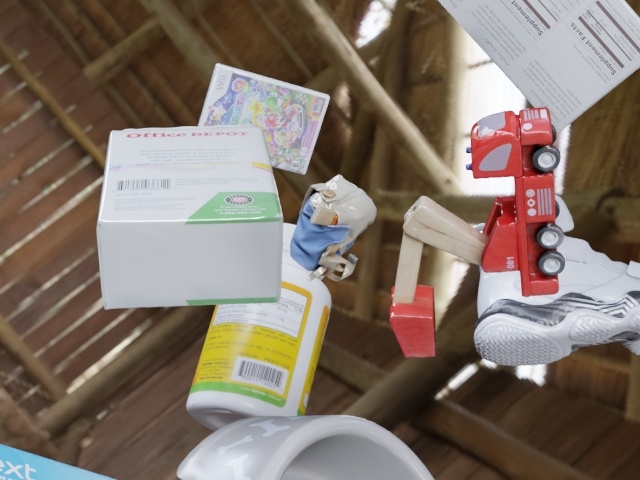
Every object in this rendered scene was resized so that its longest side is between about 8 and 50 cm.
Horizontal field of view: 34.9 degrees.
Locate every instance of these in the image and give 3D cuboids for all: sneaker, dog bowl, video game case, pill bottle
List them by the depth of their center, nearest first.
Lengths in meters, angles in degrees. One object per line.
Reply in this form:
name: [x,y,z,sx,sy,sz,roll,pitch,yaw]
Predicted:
dog bowl: [0.012,0.311,0.877,0.102,0.348,0.348,-24,-71,35]
video game case: [-0.060,-0.122,1.037,0.122,0.087,0.011,13,16,-19]
pill bottle: [-0.064,0.108,1.226,0.137,0.245,0.136,12,-26,6]
sneaker: [0.380,0.045,1.383,0.137,0.366,0.210,81,3,-61]

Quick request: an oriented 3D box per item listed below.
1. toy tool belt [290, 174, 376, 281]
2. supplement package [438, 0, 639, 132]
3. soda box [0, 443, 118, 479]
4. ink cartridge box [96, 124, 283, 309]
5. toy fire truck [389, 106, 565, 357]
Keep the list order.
toy tool belt: [0.000,0.000,0.680,0.052,0.051,0.083,35,-47,17]
supplement package: [0.229,-0.283,1.141,0.262,0.145,0.204,46,21,-10]
soda box: [-0.231,0.236,0.868,0.210,0.067,0.071,24,18,-25]
ink cartridge box: [-0.120,-0.029,0.941,0.212,0.154,0.093,-106,-165,-60]
toy fire truck: [0.112,-0.004,0.764,0.047,0.135,0.192,-77,160,-58]
